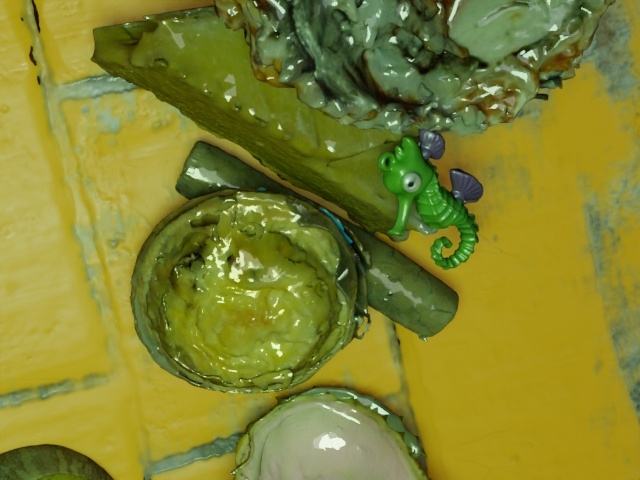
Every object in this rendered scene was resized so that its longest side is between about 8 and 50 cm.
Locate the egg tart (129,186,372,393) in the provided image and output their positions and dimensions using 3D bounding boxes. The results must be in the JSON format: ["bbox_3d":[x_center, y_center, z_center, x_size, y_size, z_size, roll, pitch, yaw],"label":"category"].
[{"bbox_3d":[-0.077,0.075,1.090,0.291,0.107,0.291,0,116,1],"label":"egg tart"}]

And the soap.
[{"bbox_3d":[-0.052,-0.109,1.067,0.339,0.169,0.304,-14,100,-22],"label":"soap"}]

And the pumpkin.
[{"bbox_3d":[-0.319,0.344,1.106,0.217,0.110,0.217,3,82,-19],"label":"pumpkin"}]

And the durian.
[{"bbox_3d":[0.000,0.274,1.162,0.305,0.185,0.195,-12,81,-16],"label":"durian"}]

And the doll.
[{"bbox_3d":[0.122,-0.039,1.061,0.115,0.050,0.190,-51,127,-5],"label":"doll"}]

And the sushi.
[{"bbox_3d":[0.106,-0.289,0.902,0.417,0.176,0.417,-3,106,-12],"label":"sushi"}]

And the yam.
[{"bbox_3d":[0.000,0.000,1.154,0.371,0.083,0.083,32,90,-14],"label":"yam"}]
